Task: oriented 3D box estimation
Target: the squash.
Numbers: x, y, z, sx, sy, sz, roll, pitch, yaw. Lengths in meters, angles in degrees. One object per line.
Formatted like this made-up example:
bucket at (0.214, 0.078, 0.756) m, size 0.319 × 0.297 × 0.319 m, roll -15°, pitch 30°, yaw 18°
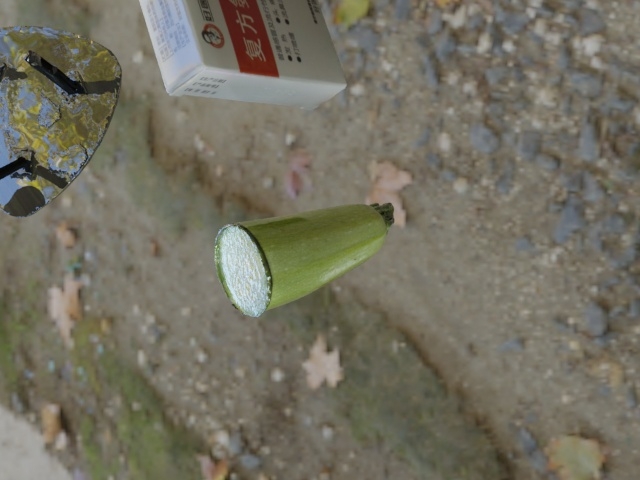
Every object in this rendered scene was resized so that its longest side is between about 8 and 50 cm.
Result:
squash at (0.000, 0.000, 1.288) m, size 0.094 × 0.224 × 0.094 m, roll 23°, pitch 122°, yaw 41°

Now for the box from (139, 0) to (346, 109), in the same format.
box at (-0.109, -0.308, 1.307) m, size 0.069 × 0.214 × 0.353 m, roll -31°, pitch 72°, yaw 36°

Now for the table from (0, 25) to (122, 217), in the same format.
table at (-0.485, -0.215, 1.951) m, size 0.318 × 0.249 × 0.317 m, roll 1°, pitch 93°, yaw 14°
